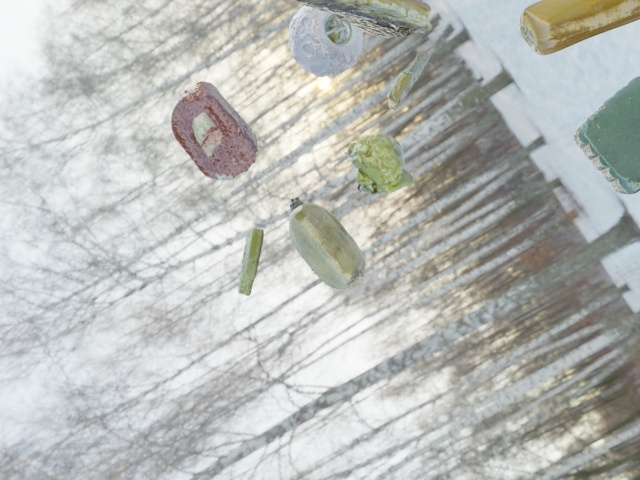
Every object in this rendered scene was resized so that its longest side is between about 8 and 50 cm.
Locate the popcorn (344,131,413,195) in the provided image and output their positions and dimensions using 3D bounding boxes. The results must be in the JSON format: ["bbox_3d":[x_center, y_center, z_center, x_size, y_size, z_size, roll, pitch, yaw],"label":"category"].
[{"bbox_3d":[0.176,-0.227,2.059,0.218,0.169,0.189,-95,-17,-76],"label":"popcorn"}]

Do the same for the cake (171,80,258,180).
[{"bbox_3d":[-0.303,-0.299,1.909,0.283,0.177,0.151,48,-169,-25],"label":"cake"}]

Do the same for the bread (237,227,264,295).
[{"bbox_3d":[-0.233,0.072,2.260,0.049,0.226,0.088,11,173,-18],"label":"bread"}]

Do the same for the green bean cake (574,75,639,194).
[{"bbox_3d":[0.729,-0.240,1.550,0.223,0.227,0.125,53,-167,9],"label":"green bean cake"}]

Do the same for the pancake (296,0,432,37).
[{"bbox_3d":[0.083,-0.439,1.292,0.265,0.057,0.244,15,-172,4],"label":"pancake"}]

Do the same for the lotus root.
[{"bbox_3d":[0.000,0.000,1.929,0.343,0.151,0.169,48,175,28],"label":"lotus root"}]

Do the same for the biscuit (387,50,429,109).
[{"bbox_3d":[0.231,-0.425,1.783,0.039,0.174,0.183,34,-170,3],"label":"biscuit"}]

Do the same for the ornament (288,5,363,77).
[{"bbox_3d":[0.014,-0.676,2.282,0.259,0.259,0.225,54,157,-15],"label":"ornament"}]

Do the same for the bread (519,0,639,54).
[{"bbox_3d":[0.449,-0.376,1.105,0.093,0.239,0.074,54,-157,-43],"label":"bread"}]
